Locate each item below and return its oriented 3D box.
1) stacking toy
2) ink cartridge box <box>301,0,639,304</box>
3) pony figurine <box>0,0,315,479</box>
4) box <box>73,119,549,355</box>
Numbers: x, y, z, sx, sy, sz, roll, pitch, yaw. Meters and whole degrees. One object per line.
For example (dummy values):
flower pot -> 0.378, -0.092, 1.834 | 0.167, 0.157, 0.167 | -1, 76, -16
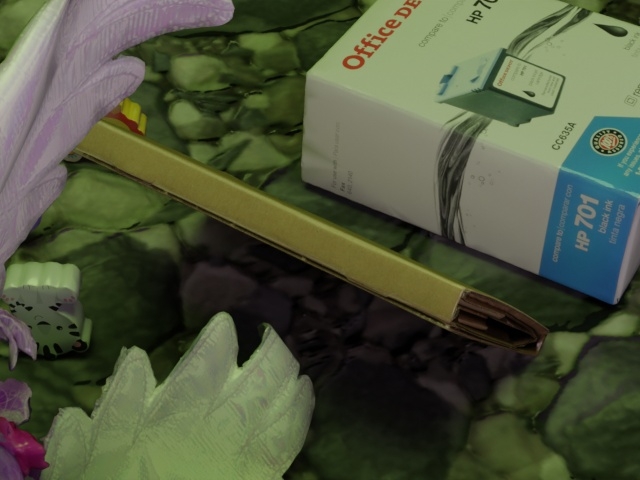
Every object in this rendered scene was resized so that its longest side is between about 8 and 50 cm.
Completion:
stacking toy -> -0.211, -0.018, 0.769 | 0.221, 0.052, 0.167 | 1, 42, 2
ink cartridge box -> 0.104, -0.066, 0.803 | 0.190, 0.082, 0.140 | 23, 48, 19
pony figurine -> -0.163, 0.099, 0.520 | 0.363, 0.303, 0.351 | 7, 54, 23
box -> 0.000, 0.000, 0.695 | 0.201, 0.164, 0.021 | 25, 91, 22
